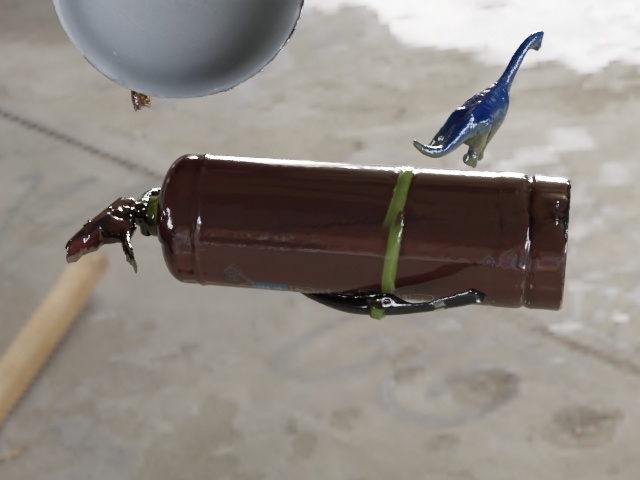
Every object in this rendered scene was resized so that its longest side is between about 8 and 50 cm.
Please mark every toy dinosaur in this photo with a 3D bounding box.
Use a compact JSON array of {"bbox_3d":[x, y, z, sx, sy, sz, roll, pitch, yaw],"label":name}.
[{"bbox_3d":[0.224,-0.197,2.429,0.075,0.188,0.247,35,27,22],"label":"toy dinosaur"}]

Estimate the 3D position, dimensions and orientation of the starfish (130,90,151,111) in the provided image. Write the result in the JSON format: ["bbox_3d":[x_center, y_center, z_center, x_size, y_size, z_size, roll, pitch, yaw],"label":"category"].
[{"bbox_3d":[-0.207,-0.220,1.969,0.053,0.150,0.209,-16,15,-40],"label":"starfish"}]

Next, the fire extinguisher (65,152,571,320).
[{"bbox_3d":[0.000,0.000,1.217,0.341,0.105,0.141,3,22,6],"label":"fire extinguisher"}]

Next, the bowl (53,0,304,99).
[{"bbox_3d":[-0.108,-0.199,1.285,0.189,0.189,0.086,-15,10,-11],"label":"bowl"}]
